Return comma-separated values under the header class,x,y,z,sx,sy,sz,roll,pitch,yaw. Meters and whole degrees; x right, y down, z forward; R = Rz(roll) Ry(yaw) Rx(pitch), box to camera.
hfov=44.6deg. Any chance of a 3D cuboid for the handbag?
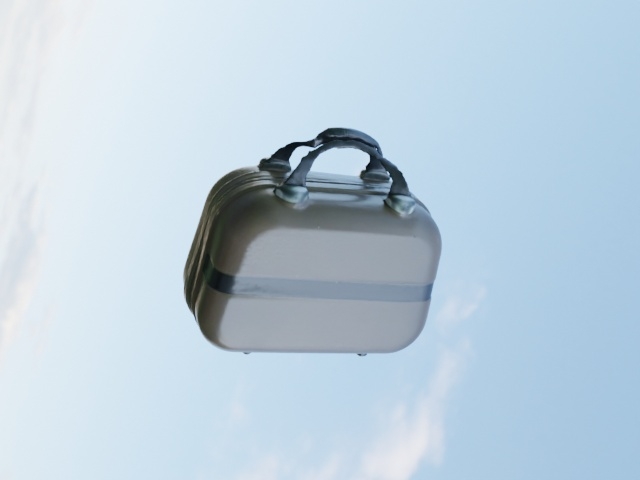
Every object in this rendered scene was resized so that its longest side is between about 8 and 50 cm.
class,x,y,z,sx,sy,sz,roll,pitch,yaw
handbag,0.000,0.000,0.947,0.149,0.302,0.283,-123,-137,-59
